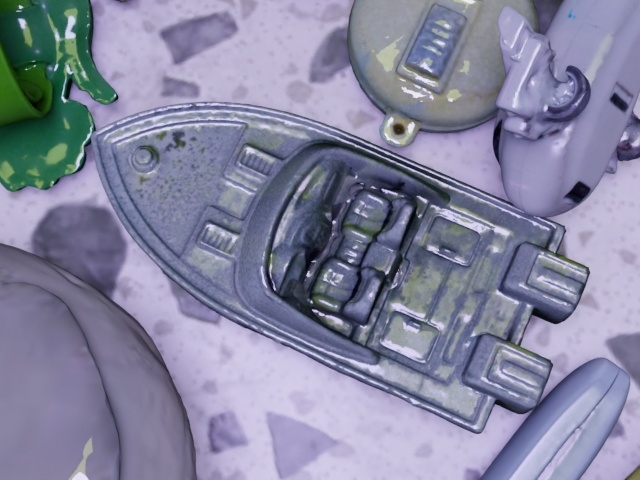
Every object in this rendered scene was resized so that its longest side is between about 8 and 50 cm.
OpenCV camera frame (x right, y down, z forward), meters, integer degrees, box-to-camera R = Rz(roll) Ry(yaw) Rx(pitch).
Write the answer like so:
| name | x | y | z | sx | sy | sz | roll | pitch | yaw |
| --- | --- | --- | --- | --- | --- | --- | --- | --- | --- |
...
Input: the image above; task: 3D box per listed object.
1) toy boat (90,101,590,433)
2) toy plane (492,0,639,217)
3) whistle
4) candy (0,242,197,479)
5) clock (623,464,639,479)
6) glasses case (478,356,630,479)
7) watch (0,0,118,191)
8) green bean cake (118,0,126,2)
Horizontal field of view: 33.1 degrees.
| name | x | y | z | sx | sy | sz | roll | pitch | yaw |
| --- | --- | --- | --- | --- | --- | --- | --- | --- | --- |
| toy boat | 0.000 | 0.000 | 0.673 | 0.319 | 0.092 | 0.141 | 24 | 77 | 5 |
| toy plane | 0.153 | -0.098 | 0.653 | 0.080 | 0.174 | 0.174 | 20 | 81 | 36 |
| whistle | 0.101 | -0.177 | 0.711 | 0.126 | 0.067 | 0.258 | 25 | 81 | 2 |
| candy | -0.203 | 0.140 | 0.614 | 0.295 | 0.185 | 0.296 | -5 | 70 | 13 |
| clock | 0.174 | 0.211 | 0.613 | 0.202 | 0.143 | 0.096 | -42 | 80 | -4 |
| glasses case | 0.127 | 0.147 | 0.661 | 0.045 | 0.067 | 0.178 | 39 | 84 | 6 |
| watch | -0.204 | -0.116 | 0.661 | 0.131 | 0.152 | 0.165 | -11 | 86 | -1 |
| green bean cake | -0.169 | -0.322 | 0.706 | 0.241 | 0.132 | 0.255 | 25 | 81 | 4 |
